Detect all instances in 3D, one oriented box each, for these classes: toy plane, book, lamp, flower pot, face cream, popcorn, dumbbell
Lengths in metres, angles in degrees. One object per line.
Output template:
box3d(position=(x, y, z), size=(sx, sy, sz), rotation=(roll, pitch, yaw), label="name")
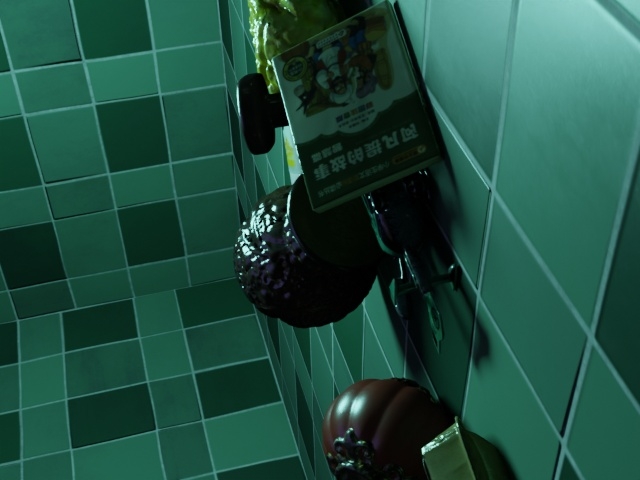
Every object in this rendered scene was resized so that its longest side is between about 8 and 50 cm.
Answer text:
box3d(position=(0.119, -0.018, 1.378), size=(0.155, 0.106, 0.382), rotation=(83, 170, -52), label="toy plane")
box3d(position=(0.047, -0.194, 1.345), size=(0.027, 0.202, 0.264), rotation=(29, -137, -61), label="book")
box3d(position=(0.113, 0.319, 1.478), size=(0.227, 0.226, 0.227), rotation=(169, 90, -79), label="lamp")
box3d(position=(0.000, 0.000, 1.626), size=(0.267, 0.266, 0.267), rotation=(132, 127, -65), label="flower pot")
box3d(position=(-0.046, -0.232, 2.082), size=(0.107, 0.073, 0.269), rotation=(-108, 9, -72), label="face cream")
box3d(position=(-0.038, -0.370, 1.602), size=(0.225, 0.173, 0.286), rotation=(48, -146, -88), label="popcorn")
box3d(position=(-0.015, -0.215, 1.481), size=(0.140, 0.225, 0.124), rotation=(-70, -29, -70), label="dumbbell")

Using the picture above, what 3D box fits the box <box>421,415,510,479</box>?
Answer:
box3d(position=(0.206, 0.331, 1.273), size=(0.111, 0.111, 0.177), rotation=(91, 167, -47), label="box")
